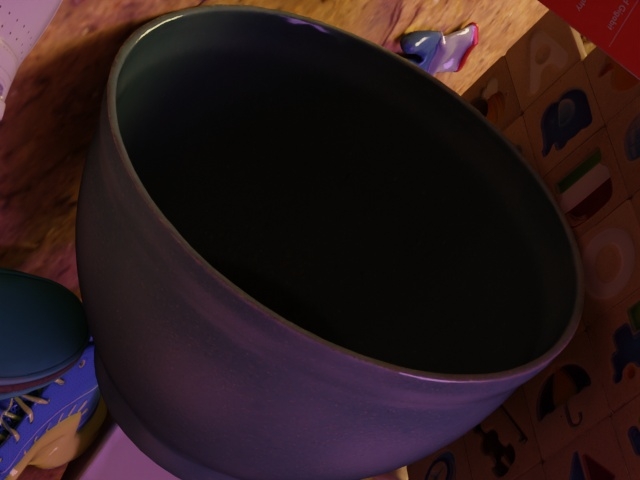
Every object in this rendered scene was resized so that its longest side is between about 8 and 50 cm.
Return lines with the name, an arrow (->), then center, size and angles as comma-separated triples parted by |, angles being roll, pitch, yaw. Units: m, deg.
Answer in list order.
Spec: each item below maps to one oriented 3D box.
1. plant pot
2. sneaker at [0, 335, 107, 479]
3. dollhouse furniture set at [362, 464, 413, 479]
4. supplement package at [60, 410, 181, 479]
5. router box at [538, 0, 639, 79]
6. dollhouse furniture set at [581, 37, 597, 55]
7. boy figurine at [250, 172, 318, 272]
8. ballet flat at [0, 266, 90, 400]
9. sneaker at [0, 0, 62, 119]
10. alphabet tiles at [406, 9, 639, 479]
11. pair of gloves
plant pot -> -0.020, 0.030, 0.836 | 0.293, 0.293, 0.196 | -25, 154, -49
sneaker -> -0.205, 0.098, 0.883 | 0.126, 0.091, 0.240 | -67, 167, 20
dollhouse furniture set -> 0.058, 0.309, 1.055 | 0.362, 0.256, 0.394 | -49, -170, 42
supplement package -> -0.101, 0.179, 1.048 | 0.194, 0.149, 0.203 | -54, -173, 16
router box -> 0.163, -0.221, 0.721 | 0.335, 0.301, 0.082 | -28, 153, -47
dollhouse furniture set -> 0.258, -0.203, 1.348 | 0.182, 0.101, 0.161 | -26, 126, -48
boy figurine -> 0.000, 0.000, 1.095 | 0.177, 0.092, 0.285 | -51, 153, 7
ballet flat -> -0.234, 0.068, 0.783 | 0.087, 0.083, 0.247 | -30, 171, 28
sneaker -> -0.180, -0.020, 0.592 | 0.305, 0.152, 0.114 | -51, 159, 3
alphabet tiles -> 0.132, 0.023, 0.868 | 0.011, 0.343, 0.285 | 19, 134, -32
pair of gloves -> 0.059, -0.096, 1.168 | 0.159, 0.023, 0.198 | -28, 152, -45
